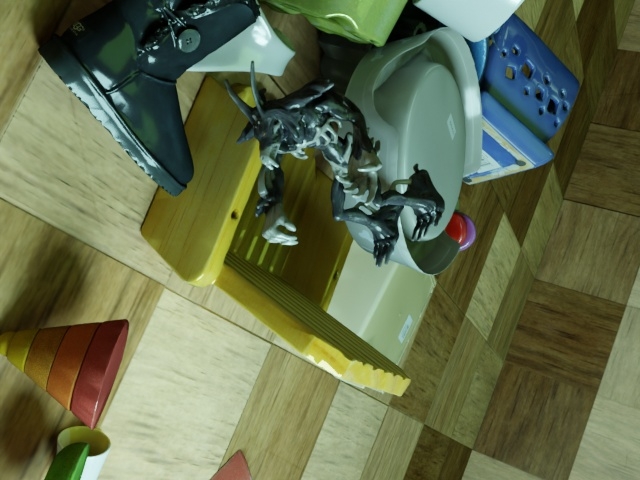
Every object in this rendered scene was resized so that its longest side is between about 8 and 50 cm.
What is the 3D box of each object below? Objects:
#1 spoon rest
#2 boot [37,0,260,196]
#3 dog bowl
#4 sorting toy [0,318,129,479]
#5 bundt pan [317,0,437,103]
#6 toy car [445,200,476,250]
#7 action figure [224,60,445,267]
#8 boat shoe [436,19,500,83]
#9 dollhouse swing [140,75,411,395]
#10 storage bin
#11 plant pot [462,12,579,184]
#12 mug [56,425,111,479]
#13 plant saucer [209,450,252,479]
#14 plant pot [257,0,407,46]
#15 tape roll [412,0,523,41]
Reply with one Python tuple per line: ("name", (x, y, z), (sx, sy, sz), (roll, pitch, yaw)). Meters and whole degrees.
("spoon rest", (-0.109, -0.252, 0.921), (0.137, 0.084, 0.276), (-57, 157, 14))
("boot", (-0.144, -0.180, 0.823), (0.207, 0.094, 0.246), (-38, 140, -3))
("dog bowl", (0.134, -0.128, 1.114), (0.349, 0.102, 0.349), (-21, 115, -59))
("sorting toy", (-0.317, 0.240, 0.821), (0.127, 0.126, 0.365), (-133, -118, -82))
("bundt pan", (0.106, -0.330, 1.238), (0.331, 0.124, 0.331), (-36, 135, -47))
("toy car", (0.270, -0.027, 1.688), (0.182, 0.136, 0.159), (4, 101, -61))
("action figure", (0.009, -0.072, 0.839), (0.276, 0.164, 0.141), (32, 50, -30))
("boat shoe", (0.240, -0.361, 1.223), (0.089, 0.109, 0.258), (-49, 146, -44))
("dollhouse swing", (0.000, 0.000, 1.041), (0.347, 0.305, 0.315), (34, 75, -60))
("storage bin", (0.103, 0.126, 1.490), (0.262, 0.123, 0.260), (-61, 150, -22))
("plant pot", (0.305, -0.243, 1.426), (0.236, 0.236, 0.212), (34, 62, -29))
("mug", (-0.285, 0.267, 0.935), (0.078, 0.062, 0.064), (-5, 118, -53))
("plant saucer", (-0.183, 0.524, 1.273), (0.258, 0.048, 0.259), (-39, 137, -46))
("plant pot", (0.039, -0.391, 0.960), (0.276, 0.276, 0.254), (2, 112, -61))
("tape roll", (0.234, -0.404, 0.988), (0.286, 0.100, 0.286), (-58, -170, 16))
